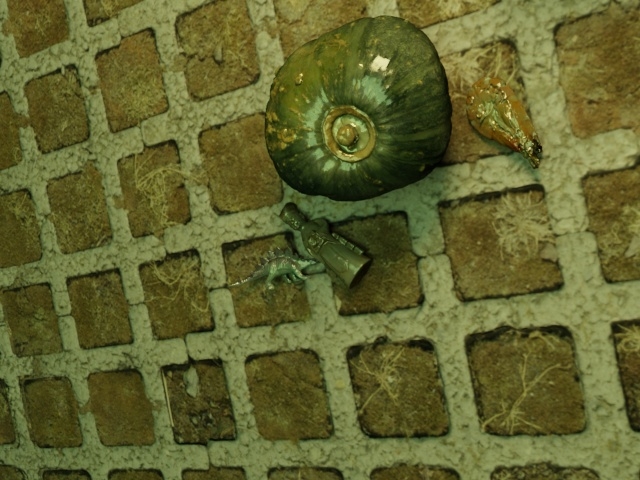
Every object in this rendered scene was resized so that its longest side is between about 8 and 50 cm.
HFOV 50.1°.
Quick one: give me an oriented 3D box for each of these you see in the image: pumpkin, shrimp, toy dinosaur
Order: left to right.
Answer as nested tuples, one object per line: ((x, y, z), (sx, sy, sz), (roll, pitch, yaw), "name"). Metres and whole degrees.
((-0.096, 0.059, 1.398), (0.209, 0.039, 0.082), (-18, 85, 18), "toy dinosaur")
((0.058, -0.216, 1.158), (0.328, 0.257, 0.291), (-7, 106, 22), "pumpkin")
((0.313, -0.195, 1.150), (0.184, 0.043, 0.091), (54, 124, 19), "shrimp")

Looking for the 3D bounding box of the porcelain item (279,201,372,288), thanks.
((0.000, 0.000, 1.334), (0.213, 0.054, 0.084), (41, 112, 19), "porcelain item")
